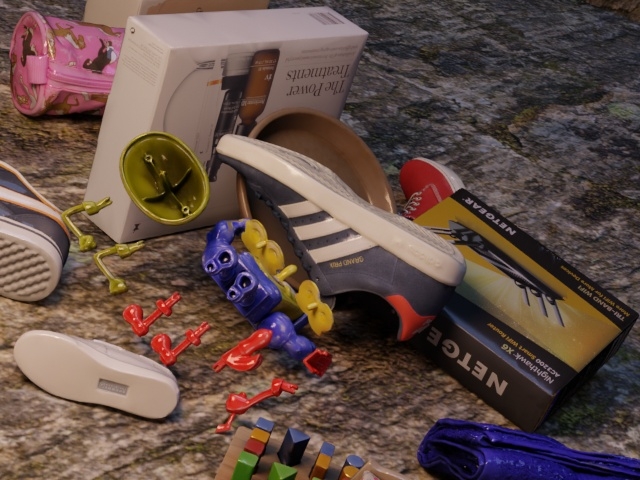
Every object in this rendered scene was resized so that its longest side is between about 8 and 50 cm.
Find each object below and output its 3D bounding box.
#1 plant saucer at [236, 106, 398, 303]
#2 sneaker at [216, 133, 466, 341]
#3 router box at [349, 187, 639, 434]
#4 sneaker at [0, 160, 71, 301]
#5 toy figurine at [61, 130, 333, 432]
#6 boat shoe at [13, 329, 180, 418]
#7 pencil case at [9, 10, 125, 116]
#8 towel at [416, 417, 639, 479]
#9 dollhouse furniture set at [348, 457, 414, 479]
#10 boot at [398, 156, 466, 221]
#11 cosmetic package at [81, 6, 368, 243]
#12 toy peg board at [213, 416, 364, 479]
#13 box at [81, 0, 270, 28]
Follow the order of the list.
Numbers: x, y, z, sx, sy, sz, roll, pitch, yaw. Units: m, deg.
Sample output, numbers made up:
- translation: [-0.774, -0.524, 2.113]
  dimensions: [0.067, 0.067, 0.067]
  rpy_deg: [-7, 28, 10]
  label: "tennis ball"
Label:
- translation: [-0.006, -0.044, 1.839]
  dimensions: [0.277, 0.041, 0.278]
  rpy_deg: [17, 62, -35]
  label: "plant saucer"
- translation: [0.000, 0.000, 1.691]
  dimensions: [0.350, 0.148, 0.131]
  rpy_deg: [32, 13, 13]
  label: "sneaker"
- translation: [0.229, 0.084, 1.810]
  dimensions: [0.309, 0.081, 0.243]
  rpy_deg: [37, 42, 19]
  label: "router box"
- translation: [-0.444, -0.042, 1.596]
  dimensions: [0.321, 0.126, 0.127]
  rpy_deg: [27, 31, -12]
  label: "sneaker"
- translation: [-0.117, 0.061, 1.645]
  dimensions: [0.362, 0.191, 0.217]
  rpy_deg: [48, 2, 19]
  label: "toy figurine"
- translation: [-0.240, 0.137, 1.486]
  dimensions: [0.184, 0.066, 0.063]
  rpy_deg: [14, 15, -8]
  label: "boat shoe"
- translation: [-0.273, -0.248, 2.044]
  dimensions: [0.386, 0.167, 0.160]
  rpy_deg: [2, 69, -31]
  label: "pencil case"
- translation: [0.279, 0.257, 1.507]
  dimensions: [0.308, 0.076, 0.227]
  rpy_deg: [16, -5, -12]
  label: "towel"
- translation: [0.138, 0.264, 1.290]
  dimensions: [0.355, 0.174, 0.303]
  rpy_deg: [40, 29, -2]
  label: "dollhouse furniture set"
- translation: [0.134, -0.045, 2.037]
  dimensions: [0.176, 0.088, 0.244]
  rpy_deg: [2, 37, -28]
  label: "boot"
- translation: [-0.124, -0.163, 1.854]
  dimensions: [0.097, 0.284, 0.377]
  rpy_deg: [39, 33, 30]
  label: "cosmetic package"
- translation: [-0.023, 0.246, 1.420]
  dimensions: [0.161, 0.079, 0.161]
  rpy_deg: [22, 28, 2]
  label: "toy peg board"
- translation: [-0.242, -0.379, 2.305]
  dimensions: [0.121, 0.148, 0.311]
  rpy_deg: [38, 34, 28]
  label: "box"
